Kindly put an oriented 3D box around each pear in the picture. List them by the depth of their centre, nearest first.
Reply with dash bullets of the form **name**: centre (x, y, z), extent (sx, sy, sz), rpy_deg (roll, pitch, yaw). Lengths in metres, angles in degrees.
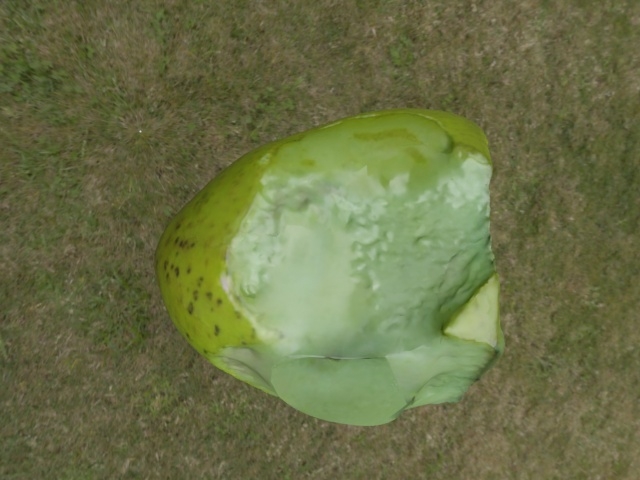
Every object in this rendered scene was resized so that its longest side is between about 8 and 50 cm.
- **pear**: centre (0.000, 0.000, 0.469), extent (0.282, 0.176, 0.286), rpy_deg (3, 62, 7)
